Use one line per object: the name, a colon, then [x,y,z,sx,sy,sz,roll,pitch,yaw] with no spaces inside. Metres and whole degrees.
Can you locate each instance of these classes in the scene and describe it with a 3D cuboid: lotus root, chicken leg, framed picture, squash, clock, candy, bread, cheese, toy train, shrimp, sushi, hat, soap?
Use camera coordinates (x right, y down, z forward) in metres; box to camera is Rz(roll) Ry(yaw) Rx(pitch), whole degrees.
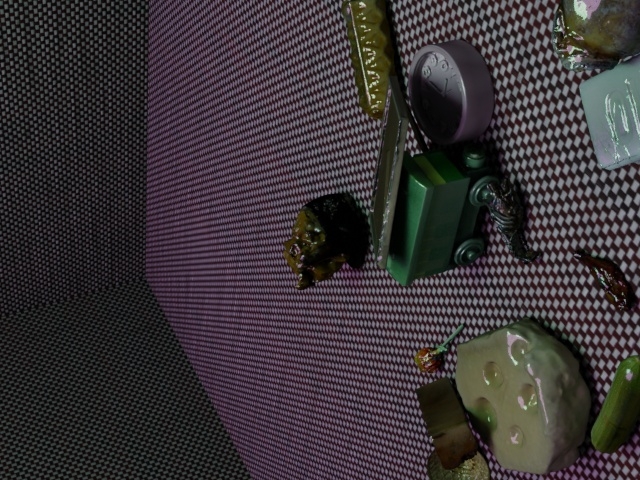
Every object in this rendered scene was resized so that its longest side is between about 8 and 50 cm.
lotus root: [0.422,-0.407,1.355,0.175,0.175,0.350,34,124,54]
chicken leg: [0.482,0.062,1.657,0.145,0.037,0.062,59,164,27]
framed picture: [0.129,-0.134,1.891,0.232,0.024,0.315,-93,9,-60]
squash: [0.516,0.281,1.664,0.066,0.066,0.229,53,148,39]
clock: [0.250,-0.286,1.889,0.197,0.068,0.197,41,138,50]
candy: [0.273,0.236,2.180,0.060,0.060,0.201,63,145,22]
bread: [0.112,-0.393,2.095,0.087,0.098,0.270,-39,-60,-71]
cheese: [0.385,0.293,1.886,0.326,0.115,0.318,50,146,41]
toy train: [0.233,-0.053,1.905,0.301,0.202,0.120,98,151,-42]
shrimp: [0.347,-0.034,1.823,0.076,0.082,0.174,-12,100,60]
sushi: [0.001,0.006,2.417,0.213,0.204,0.200,-131,30,-52]
hat: [0.319,0.510,2.219,0.146,0.067,0.146,6,107,19]
soap: [0.495,-0.200,1.400,0.261,0.094,0.150,-24,83,65]
framed picture: [0.205,-0.191,1.947,0.201,0.010,0.136,54,-165,-51]

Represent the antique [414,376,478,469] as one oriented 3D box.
antique: [0.266,0.384,2.052,0.310,0.087,0.093,-92,-22,-82]
